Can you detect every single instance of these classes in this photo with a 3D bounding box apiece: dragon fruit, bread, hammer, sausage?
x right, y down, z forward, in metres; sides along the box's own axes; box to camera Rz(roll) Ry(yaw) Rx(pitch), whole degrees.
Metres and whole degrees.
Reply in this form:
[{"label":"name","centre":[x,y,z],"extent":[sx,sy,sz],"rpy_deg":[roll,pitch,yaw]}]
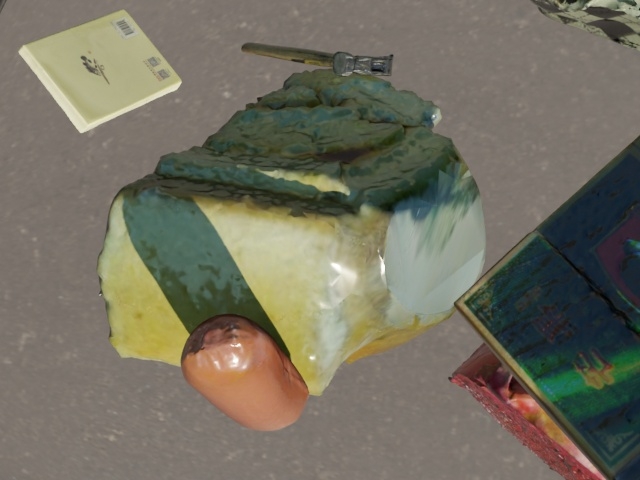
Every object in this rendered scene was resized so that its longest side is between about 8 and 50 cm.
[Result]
[{"label":"dragon fruit","centre":[0.351,0.197,1.241],"extent":[0.249,0.371,0.386],"rpy_deg":[-50,131,-6]},{"label":"bread","centre":[-0.001,0.005,1.051],"extent":[0.395,0.264,0.239],"rpy_deg":[-38,136,-43]},{"label":"hammer","centre":[-0.008,-0.144,0.802],"extent":[0.062,0.182,0.017],"rpy_deg":[-4,105,-34]},{"label":"sausage","centre":[-0.061,0.117,0.868],"extent":[0.077,0.077,0.194],"rpy_deg":[-64,157,-16]}]

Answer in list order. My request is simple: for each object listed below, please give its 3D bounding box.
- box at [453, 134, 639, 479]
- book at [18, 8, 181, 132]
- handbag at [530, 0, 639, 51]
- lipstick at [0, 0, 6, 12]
[{"label":"box","centre":[0.223,0.021,0.628],"extent":[0.240,0.159,0.071],"rpy_deg":[-43,150,5]},{"label":"book","centre":[-0.167,-0.132,0.786],"extent":[0.077,0.014,0.111],"rpy_deg":[51,42,2]},{"label":"handbag","centre":[0.295,-0.270,0.941],"extent":[0.180,0.316,0.416],"rpy_deg":[-58,154,10]},{"label":"lipstick","centre":[-0.386,-0.231,1.093],"extent":[0.081,0.081,0.300],"rpy_deg":[21,116,-27]}]
